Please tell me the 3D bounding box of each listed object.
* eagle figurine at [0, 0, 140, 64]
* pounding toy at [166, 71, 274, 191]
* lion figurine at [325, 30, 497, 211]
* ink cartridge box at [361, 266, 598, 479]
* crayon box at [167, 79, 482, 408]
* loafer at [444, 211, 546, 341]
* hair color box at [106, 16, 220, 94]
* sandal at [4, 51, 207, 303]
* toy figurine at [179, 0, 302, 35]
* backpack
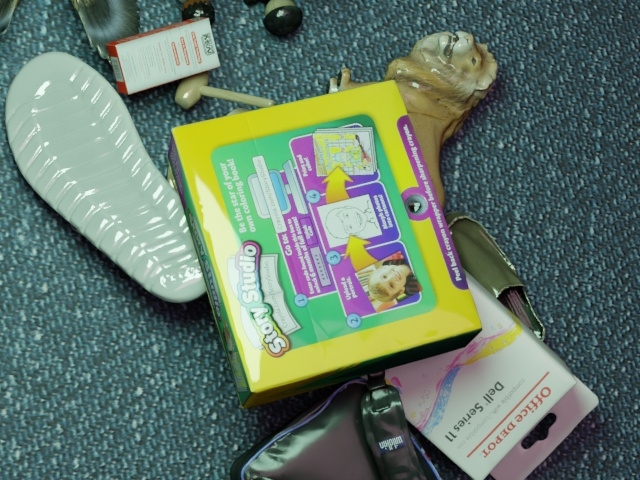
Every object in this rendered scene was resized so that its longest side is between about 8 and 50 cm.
[{"bbox_3d":[-0.374,-0.402,1.918,0.225,0.226,0.298,-14,112,-52],"label":"eagle figurine"},{"bbox_3d":[-0.118,-0.108,1.938,0.269,0.155,0.154,40,68,-3],"label":"pounding toy"},{"bbox_3d":[0.127,-0.129,2.022,0.240,0.142,0.392,10,76,-12],"label":"lion figurine"},{"bbox_3d":[0.213,0.190,1.958,0.353,0.119,0.207,42,96,-4],"label":"ink cartridge box"},{"bbox_3d":[0.000,0.000,1.809,0.313,0.106,0.363,-14,74,-13],"label":"crayon box"},{"bbox_3d":[0.260,0.062,2.053,0.094,0.087,0.251,-35,91,-20],"label":"loafer"},{"bbox_3d":[-0.215,-0.254,1.904,0.141,0.043,0.072,-20,108,-23],"label":"hair color box"},{"bbox_3d":[-0.292,-0.073,1.910,0.169,0.102,0.416,-36,77,-6],"label":"sandal"},{"bbox_3d":[-0.104,-0.387,1.962,0.210,0.213,0.148,-7,70,-26],"label":"toy figurine"},{"bbox_3d":[0.035,0.347,1.865,0.276,0.213,0.263,-36,87,-9],"label":"backpack"}]
